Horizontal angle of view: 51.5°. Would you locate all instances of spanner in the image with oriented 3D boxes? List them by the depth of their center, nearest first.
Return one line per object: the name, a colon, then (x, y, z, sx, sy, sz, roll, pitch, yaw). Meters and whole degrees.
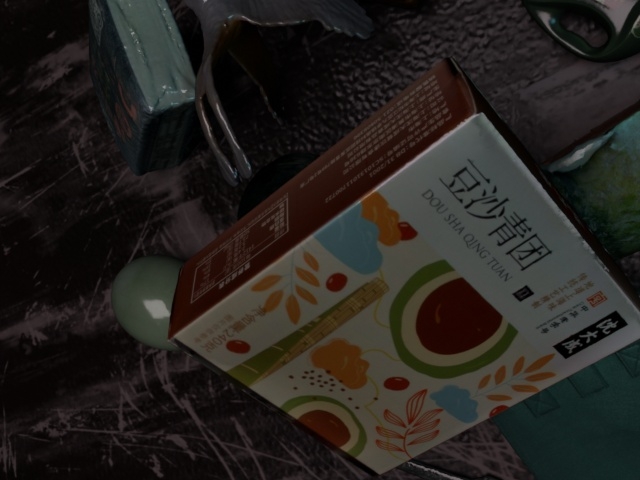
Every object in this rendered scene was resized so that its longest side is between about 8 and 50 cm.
spanner: (0.154, 0.346, 1.000, 0.254, 0.015, 0.054, 13, 102, 23)

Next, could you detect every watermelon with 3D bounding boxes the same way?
watermelon: (0.321, -0.064, 0.826, 0.305, 0.224, 0.180, -30, 38, 26)

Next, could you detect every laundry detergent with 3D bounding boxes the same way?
laundry detergent: (0.357, -0.287, 0.817, 0.144, 0.078, 0.222, -43, 80, 23)

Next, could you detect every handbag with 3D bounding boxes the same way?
handbag: (0.370, 0.209, 0.817, 0.268, 0.100, 0.274, -37, 98, 27)

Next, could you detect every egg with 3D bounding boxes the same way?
egg: (-0.252, 0.102, 1.086, 0.192, 0.149, 0.150, 23, 104, 21)

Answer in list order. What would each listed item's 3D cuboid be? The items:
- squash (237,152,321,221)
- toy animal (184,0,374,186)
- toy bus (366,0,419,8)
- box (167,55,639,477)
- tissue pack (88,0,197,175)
squash: (0.000, 0.000, 0.905, 0.165, 0.252, 0.252, -35, 81, 27)
toy animal: (-0.130, -0.260, 0.871, 0.302, 0.284, 0.225, 48, 138, -11)
toy bus: (-0.036, -0.416, 0.971, 0.408, 0.092, 0.093, 19, 104, 21)
box: (0.093, 0.063, 0.725, 0.385, 0.122, 0.344, -36, 121, 23)
tissue pack: (-0.273, -0.246, 0.993, 0.228, 0.103, 0.315, 69, 159, 4)
